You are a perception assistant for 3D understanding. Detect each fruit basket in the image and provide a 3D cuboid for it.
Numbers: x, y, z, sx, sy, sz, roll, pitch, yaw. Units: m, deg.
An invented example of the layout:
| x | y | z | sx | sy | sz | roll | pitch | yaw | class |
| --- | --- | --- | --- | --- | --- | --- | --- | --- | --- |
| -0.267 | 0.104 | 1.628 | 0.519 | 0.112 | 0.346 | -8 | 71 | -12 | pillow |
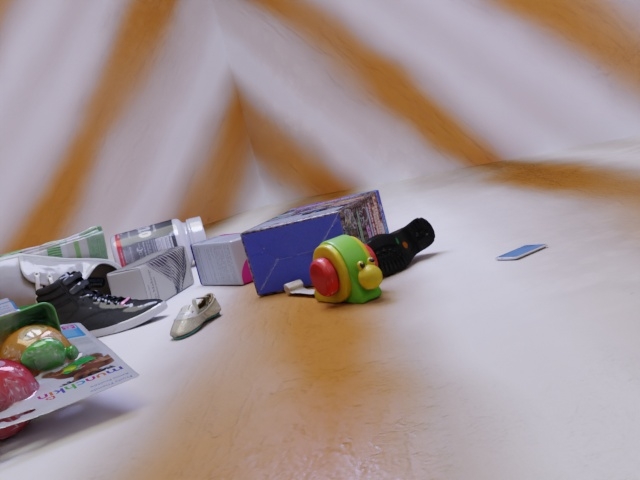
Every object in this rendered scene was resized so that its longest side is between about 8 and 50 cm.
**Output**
| x | y | z | sx | sy | sz | roll | pitch | yaw | class |
| --- | --- | --- | --- | --- | --- | --- | --- | --- | --- |
| -0.467 | 0.193 | 1.160 | 0.327 | 0.165 | 0.353 | -18 | 11 | -26 | fruit basket |

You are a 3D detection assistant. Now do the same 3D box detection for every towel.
| x | y | z | sx | sy | sz | roll | pitch | yaw | class |
| --- | --- | --- | --- | --- | --- | --- | --- | --- | --- |
| -0.704 | 0.106 | 2.085 | 0.325 | 0.248 | 0.038 | -20 | 41 | -29 | towel |

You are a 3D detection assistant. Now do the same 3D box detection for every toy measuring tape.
| x | y | z | sx | sy | sz | roll | pitch | yaw | class |
| --- | --- | --- | --- | --- | --- | --- | --- | --- | --- |
| 0.011 | 0.050 | 1.473 | 0.121 | 0.121 | 0.330 | -19 | 8 | -27 | toy measuring tape |

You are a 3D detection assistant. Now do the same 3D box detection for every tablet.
| x | y | z | sx | sy | sz | roll | pitch | yaw | class |
| --- | --- | --- | --- | --- | --- | --- | --- | --- | --- |
| 0.354 | 0.020 | 1.421 | 0.083 | 0.006 | 0.054 | -18 | 8 | -32 | tablet |

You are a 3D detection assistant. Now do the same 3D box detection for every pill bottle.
| x | y | z | sx | sy | sz | roll | pitch | yaw | class |
| --- | --- | --- | --- | --- | --- | --- | --- | --- | --- |
| -0.494 | 0.025 | 2.515 | 0.283 | 0.161 | 0.161 | -16 | 7 | -8 | pill bottle |

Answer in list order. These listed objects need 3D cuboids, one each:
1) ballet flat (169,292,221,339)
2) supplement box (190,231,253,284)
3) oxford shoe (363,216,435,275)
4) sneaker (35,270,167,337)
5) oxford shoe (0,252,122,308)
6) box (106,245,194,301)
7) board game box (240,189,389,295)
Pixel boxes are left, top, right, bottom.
| x | y | z | sx | sy | sz | roll | pitch | yaw | class |
| --- | --- | --- | --- | --- | --- | --- | --- | --- | --- |
| -0.244 | 0.140 | 1.539 | 0.057 | 0.052 | 0.168 | -12 | 8 | 19 | ballet flat |
| -0.216 | 0.043 | 1.997 | 0.111 | 0.114 | 0.220 | -18 | 7 | -33 | supplement box |
| 0.131 | 0.029 | 1.600 | 0.227 | 0.083 | 0.096 | -21 | -9 | -44 | oxford shoe |
| -0.487 | 0.129 | 1.749 | 0.295 | 0.147 | 0.104 | -13 | 5 | 6 | sneaker |
| -0.666 | 0.119 | 1.976 | 0.449 | 0.169 | 0.130 | -4 | 14 | -41 | oxford shoe |
| -0.418 | 0.096 | 2.016 | 0.094 | 0.113 | 0.275 | -12 | 9 | 15 | box |
| 0.000 | 0.000 | 1.763 | 0.232 | 0.141 | 0.291 | -12 | 8 | 22 | board game box |
